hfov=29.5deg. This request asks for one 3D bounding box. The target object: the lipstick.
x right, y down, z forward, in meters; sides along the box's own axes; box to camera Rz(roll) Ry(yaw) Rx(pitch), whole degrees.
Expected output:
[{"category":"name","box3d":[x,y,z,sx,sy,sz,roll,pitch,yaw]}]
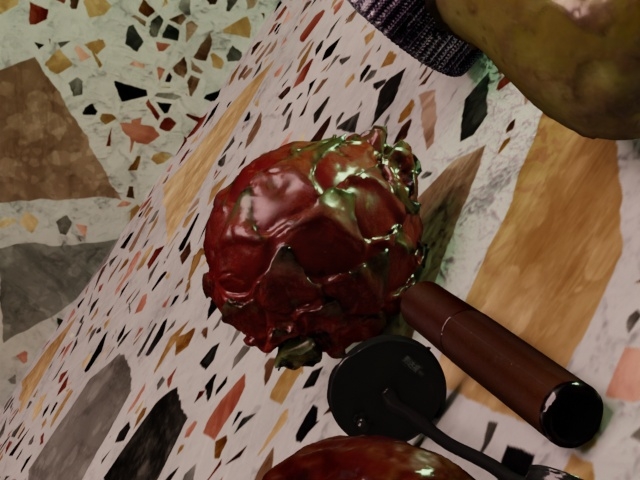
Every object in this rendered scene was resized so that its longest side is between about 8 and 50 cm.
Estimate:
[{"category":"lipstick","box3d":[0.150,0.100,1.084,0.057,0.057,0.356,-57,19,2]}]

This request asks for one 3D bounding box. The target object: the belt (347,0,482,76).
[{"category":"belt","box3d":[0.111,-0.327,1.570,0.122,0.260,0.325,-49,9,20]}]

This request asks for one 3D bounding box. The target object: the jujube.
[{"category":"jujube","box3d":[0.039,0.237,0.943,0.243,0.183,0.183,-35,28,56]}]

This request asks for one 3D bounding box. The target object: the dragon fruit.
[{"category":"dragon fruit","box3d":[0.000,0.000,1.370,0.299,0.244,0.244,-45,13,-22]}]

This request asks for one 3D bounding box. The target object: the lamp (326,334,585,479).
[{"category":"lamp","box3d":[0.121,0.140,1.000,0.108,0.130,0.371,-59,15,-12]}]

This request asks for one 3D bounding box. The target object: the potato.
[{"category":"potato","box3d":[0.281,-0.236,1.065,0.237,0.301,0.289,36,128,53]}]
